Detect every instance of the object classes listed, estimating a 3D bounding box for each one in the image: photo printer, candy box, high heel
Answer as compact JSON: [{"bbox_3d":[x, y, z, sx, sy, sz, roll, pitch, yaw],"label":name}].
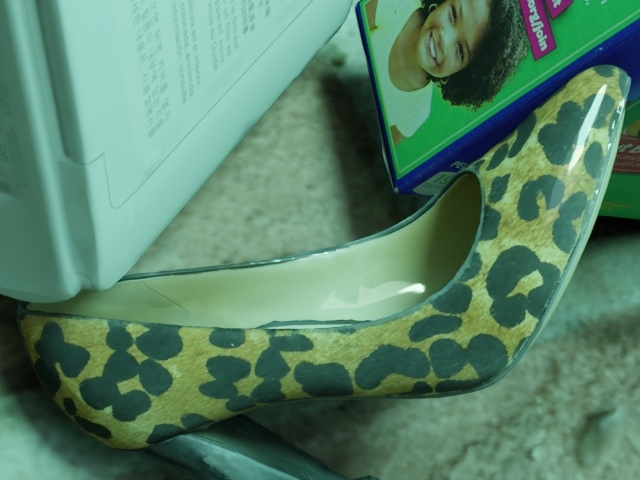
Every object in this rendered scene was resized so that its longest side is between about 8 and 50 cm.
[{"bbox_3d":[-0.071,-0.160,0.675,0.107,0.256,0.307,15,43,22],"label":"photo printer"},{"bbox_3d":[0.220,-0.125,0.741,0.268,0.317,0.122,4,63,-38],"label":"candy box"},{"bbox_3d":[0.000,0.000,0.657,0.186,0.261,0.093,31,13,-13],"label":"high heel"}]
